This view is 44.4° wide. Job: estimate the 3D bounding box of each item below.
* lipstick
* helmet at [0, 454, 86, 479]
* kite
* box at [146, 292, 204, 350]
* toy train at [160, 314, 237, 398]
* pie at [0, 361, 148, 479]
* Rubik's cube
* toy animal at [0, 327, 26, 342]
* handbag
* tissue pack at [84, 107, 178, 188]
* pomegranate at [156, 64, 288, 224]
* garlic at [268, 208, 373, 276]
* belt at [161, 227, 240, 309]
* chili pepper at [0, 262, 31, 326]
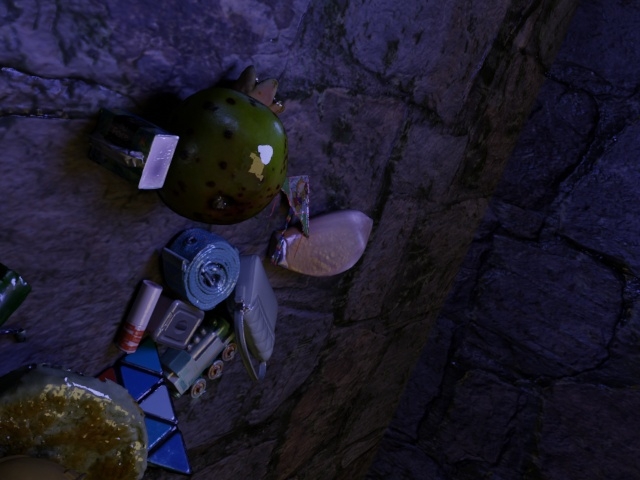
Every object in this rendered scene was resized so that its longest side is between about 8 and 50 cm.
[{"bbox_3d":[-0.326,0.137,1.408,0.131,0.038,0.038,-65,156,7],"label":"lipstick"},{"bbox_3d":[-0.453,0.391,1.095,0.205,0.140,0.257,-52,-179,27],"label":"helmet"},{"bbox_3d":[-0.066,-0.052,1.674,0.198,0.006,0.244,58,43,-44],"label":"kite"},{"bbox_3d":[-0.283,0.149,1.476,0.089,0.062,0.122,-59,157,-6],"label":"box"},{"bbox_3d":[-0.248,0.236,1.623,0.194,0.080,0.125,-49,148,-24],"label":"toy train"},{"bbox_3d":[-0.420,0.337,1.240,0.296,0.078,0.371,1,124,-23],"label":"pie"},{"bbox_3d":[-0.382,0.339,1.493,0.234,0.284,0.250,120,-19,-47],"label":"Rubik's cube"},{"bbox_3d":[-0.509,0.187,1.089,0.079,0.070,0.253,-36,-167,44],"label":"toy animal"},{"bbox_3d":[-0.146,0.170,1.636,0.256,0.079,0.219,74,14,-56],"label":"handbag"},{"bbox_3d":[-0.278,-0.133,1.128,0.079,0.111,0.085,-7,122,-60],"label":"tissue pack"},{"bbox_3d":[-0.157,-0.145,1.276,0.286,0.230,0.231,-77,-178,-63],"label":"pomegranate"},{"bbox_3d":[0.002,0.009,1.832,0.318,0.112,0.143,-17,108,-49],"label":"garlic"},{"bbox_3d":[-0.223,0.050,1.466,0.147,0.082,0.163,-41,146,-38],"label":"belt"},{"bbox_3d":[-0.506,0.122,0.882,0.385,0.167,0.213,-45,153,-36],"label":"chili pepper"}]
